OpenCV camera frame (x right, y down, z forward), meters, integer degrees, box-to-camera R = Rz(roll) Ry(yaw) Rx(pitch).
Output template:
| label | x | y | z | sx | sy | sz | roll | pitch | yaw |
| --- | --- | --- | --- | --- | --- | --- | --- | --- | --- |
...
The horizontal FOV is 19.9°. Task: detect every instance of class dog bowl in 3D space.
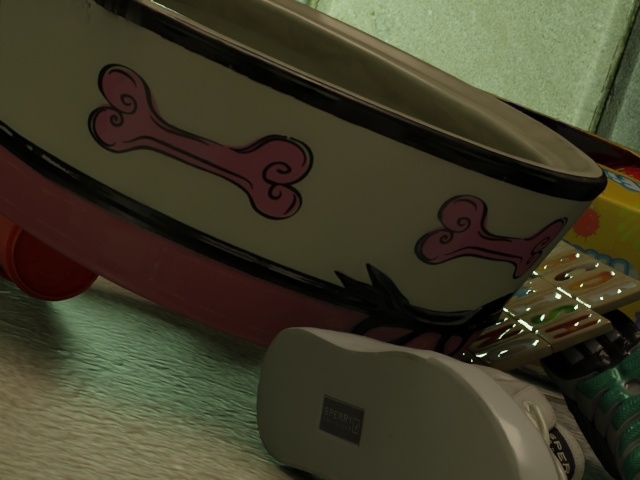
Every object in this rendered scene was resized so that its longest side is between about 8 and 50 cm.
| label | x | y | z | sx | sy | sz | roll | pitch | yaw |
| --- | --- | --- | --- | --- | --- | --- | --- | --- | --- |
| dog bowl | -0.043 | -0.060 | 1.093 | 0.408 | 0.150 | 0.408 | 23 | 12 | -5 |

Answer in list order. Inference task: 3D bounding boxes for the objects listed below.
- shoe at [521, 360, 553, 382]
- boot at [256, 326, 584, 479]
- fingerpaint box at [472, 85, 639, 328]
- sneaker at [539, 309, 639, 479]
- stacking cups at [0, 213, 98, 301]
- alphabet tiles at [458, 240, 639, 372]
| label | x | y | z | sx | sy | sz | roll | pitch | yaw |
| --- | --- | --- | --- | --- | --- | --- | --- | --- | --- |
| shoe | 0.227 | 0.109 | 1.504 | 0.219 | 0.058 | 0.076 | 16 | 35 | 26 |
| boot | 0.073 | 0.093 | 0.826 | 0.123 | 0.095 | 0.258 | 8 | 8 | -24 |
| fingerpaint box | 0.223 | -0.029 | 1.878 | 0.445 | 0.163 | 0.371 | 20 | 15 | -12 |
| sneaker | 0.212 | 0.129 | 1.096 | 0.098 | 0.083 | 0.223 | 64 | -3 | -35 |
| stacking cups | -0.214 | -0.024 | 1.228 | 0.096 | 0.096 | 0.316 | 16 | 11 | -24 |
| alphabet tiles | 0.100 | 0.053 | 1.188 | 0.198 | 0.009 | 0.237 | -20 | 11 | -6 |
